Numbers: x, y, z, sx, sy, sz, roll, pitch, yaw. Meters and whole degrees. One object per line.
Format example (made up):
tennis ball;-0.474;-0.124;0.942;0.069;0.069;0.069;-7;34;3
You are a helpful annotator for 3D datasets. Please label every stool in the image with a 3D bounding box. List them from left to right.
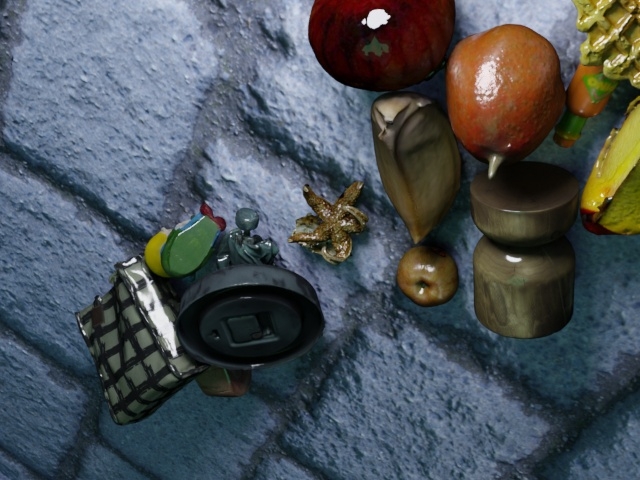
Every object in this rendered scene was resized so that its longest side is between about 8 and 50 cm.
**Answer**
stool;0.354;0.018;1.360;0.179;0.179;0.264;7;125;23

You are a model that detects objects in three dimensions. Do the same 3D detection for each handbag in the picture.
handbag;-0.443;0.244;1.902;0.325;0.163;0.327;-40;76;39

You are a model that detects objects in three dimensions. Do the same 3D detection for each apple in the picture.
apple;0.209;0.073;1.526;0.126;0.102;0.126;15;128;20

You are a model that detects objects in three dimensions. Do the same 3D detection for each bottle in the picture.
bottle;0.421;-0.229;1.226;0.069;0.069;0.187;26;132;10

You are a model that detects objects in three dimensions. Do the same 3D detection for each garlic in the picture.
garlic;0.159;-0.158;1.310;0.151;0.196;0.338;-7;145;10

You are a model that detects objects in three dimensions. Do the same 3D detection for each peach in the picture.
peach;0.517;-0.109;1.199;0.154;0.158;0.267;19;131;0

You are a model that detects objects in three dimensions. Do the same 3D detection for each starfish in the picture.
starfish;0.022;-0.051;1.550;0.146;0.074;0.189;34;111;10

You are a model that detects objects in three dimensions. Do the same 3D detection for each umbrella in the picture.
umbrella;-0.162;0.061;1.718;0.143;0.094;0.348;6;133;0

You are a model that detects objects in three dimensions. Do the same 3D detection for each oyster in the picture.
oyster;0.000;-0.001;1.630;0.086;0.029;0.132;-38;90;28

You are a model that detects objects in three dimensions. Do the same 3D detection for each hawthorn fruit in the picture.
hawthorn fruit;0.279;-0.202;1.196;0.200;0.251;0.199;10;153;5

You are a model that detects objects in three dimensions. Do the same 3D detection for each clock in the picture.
clock;-0.154;0.174;1.713;0.325;0.067;0.325;-4;138;-4

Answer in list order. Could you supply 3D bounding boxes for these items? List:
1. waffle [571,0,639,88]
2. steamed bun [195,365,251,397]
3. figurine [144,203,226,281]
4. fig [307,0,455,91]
waffle;0.491;-0.342;1.080;0.291;0.051;0.291;4;114;9
steamed bun;-0.252;0.302;1.936;0.145;0.106;0.175;-9;104;38
figurine;-0.309;0.003;1.751;0.127;0.185;0.234;32;171;-13
fig;0.098;-0.329;1.224;0.235;0.235;0.214;19;143;15
